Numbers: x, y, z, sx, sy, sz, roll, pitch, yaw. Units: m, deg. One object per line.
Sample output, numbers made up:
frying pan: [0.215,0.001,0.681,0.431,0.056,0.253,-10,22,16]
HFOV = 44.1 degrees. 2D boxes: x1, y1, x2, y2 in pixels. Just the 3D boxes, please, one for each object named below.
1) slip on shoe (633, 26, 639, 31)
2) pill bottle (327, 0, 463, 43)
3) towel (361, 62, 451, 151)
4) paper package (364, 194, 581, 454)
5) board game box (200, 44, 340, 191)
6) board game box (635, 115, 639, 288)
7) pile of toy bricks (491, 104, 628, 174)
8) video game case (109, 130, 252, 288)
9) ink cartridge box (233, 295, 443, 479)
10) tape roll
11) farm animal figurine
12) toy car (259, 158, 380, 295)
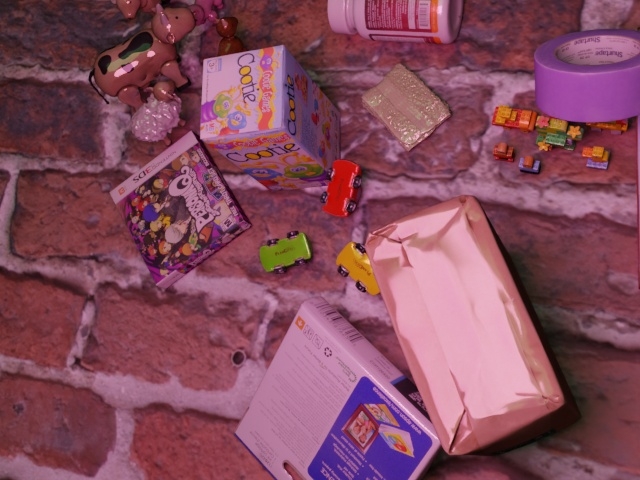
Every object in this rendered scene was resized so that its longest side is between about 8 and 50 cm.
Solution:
slip on shoe: [0.547,-0.285,1.260,0.135,0.051,0.041,43,133,17]
pill bottle: [0.133,-0.415,1.402,0.221,0.121,0.121,9,80,22]
towel: [0.150,-0.239,1.401,0.110,0.027,0.148,-42,66,5]
paper package: [0.223,0.136,1.112,0.168,0.325,0.309,-24,69,13]
board game box: [-0.075,-0.196,1.337,0.142,0.275,0.144,-5,74,19]
board game box: [0.560,-0.065,1.202,0.145,0.027,0.281,-1,76,22]
pile of toy bricks: [0.370,-0.173,1.258,0.212,0.105,0.118,12,81,23]
video game case: [-0.270,-0.060,1.502,0.210,0.042,0.232,-35,67,9]
ink cartridge box: [0.027,0.301,1.258,0.304,0.072,0.307,42,125,24]
tape roll: [0.427,-0.257,1.216,0.189,0.080,0.189,-9,32,6]
farm animal figurine: [-0.313,-0.389,1.513,0.327,0.172,0.330,-45,62,-2]
toy car: [0.000,0.000,1.372,0.225,0.053,0.238,-19,81,22]
